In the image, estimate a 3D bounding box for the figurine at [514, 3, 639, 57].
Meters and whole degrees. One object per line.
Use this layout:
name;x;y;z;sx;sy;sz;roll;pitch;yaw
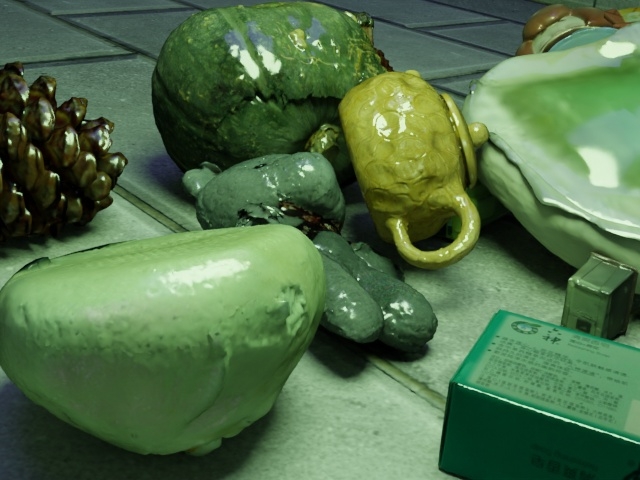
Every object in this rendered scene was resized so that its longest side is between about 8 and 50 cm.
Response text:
figurine;0.439;-0.270;1.441;0.276;0.248;0.388;-26;19;15

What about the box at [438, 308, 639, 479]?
box;0.239;0.156;0.733;0.245;0.092;0.153;15;27;23

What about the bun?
bun;-0.125;0.087;0.733;0.283;0.179;0.283;-8;7;1

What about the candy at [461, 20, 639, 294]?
candy;0.395;-0.092;1.095;0.386;0.186;0.427;-16;46;-7

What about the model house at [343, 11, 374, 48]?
model house;-0.008;-0.357;1.740;0.183;0.166;0.172;9;25;38

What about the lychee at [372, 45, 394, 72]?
lychee;0.052;-0.249;1.485;0.188;0.188;0.188;4;24;-2

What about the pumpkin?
pumpkin;-0.058;-0.193;1.207;0.328;0.291;0.257;-20;53;-20

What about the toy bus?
toy bus;0.200;-0.065;1.213;0.101;0.088;0.175;21;29;34

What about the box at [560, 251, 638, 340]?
box;0.299;0.067;0.952;0.060;0.084;0.063;26;37;36

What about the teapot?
teapot;0.124;-0.097;1.046;0.167;0.203;0.311;-17;49;5

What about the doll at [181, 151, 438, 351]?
doll;0.002;-0.008;0.963;0.246;0.158;0.340;14;13;-37

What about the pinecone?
pinecone;-0.363;-0.102;1.030;0.272;0.224;0.224;2;22;-37
